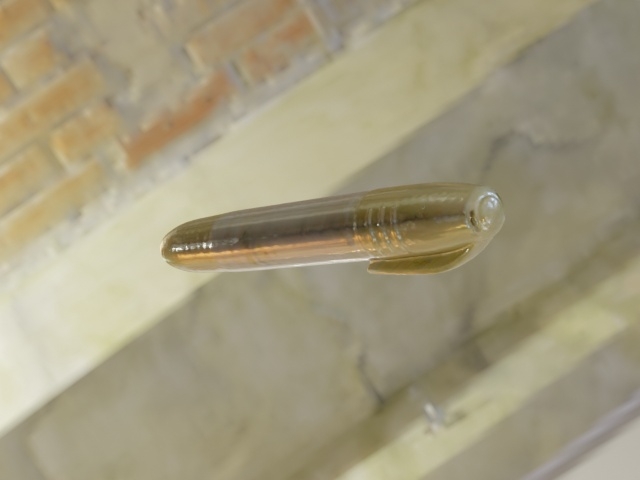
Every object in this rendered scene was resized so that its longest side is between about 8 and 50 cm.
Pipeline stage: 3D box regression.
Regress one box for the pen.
[{"bbox_3d":[0.000,0.000,0.899,0.032,0.040,0.233,-32,-166,-35],"label":"pen"}]
